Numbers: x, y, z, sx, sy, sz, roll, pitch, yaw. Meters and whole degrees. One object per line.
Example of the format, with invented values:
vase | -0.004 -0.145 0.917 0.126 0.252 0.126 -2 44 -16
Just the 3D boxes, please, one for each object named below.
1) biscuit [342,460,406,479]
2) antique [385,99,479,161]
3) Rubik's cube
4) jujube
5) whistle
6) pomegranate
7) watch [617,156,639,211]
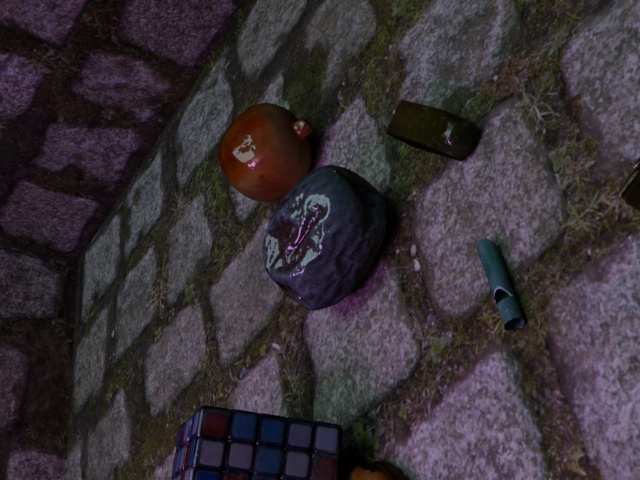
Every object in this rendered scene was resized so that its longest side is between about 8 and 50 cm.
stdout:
biscuit | 0.087 0.513 1.558 0.220 0.066 0.221 -36 44 44
antique | 0.232 -0.226 1.741 0.221 0.080 0.081 30 97 60
Rubik's cube | -0.140 0.500 1.657 0.292 0.286 0.293 132 148 -65
jujube | 0.007 0.003 1.847 0.308 0.215 0.246 -52 58 23
whistle | 0.311 0.072 1.479 0.039 0.039 0.186 -47 37 35
pomegranate | -0.128 -0.235 2.201 0.270 0.229 0.252 -38 33 26
watch | 0.464 -0.059 1.082 0.102 0.268 0.165 -52 25 29
